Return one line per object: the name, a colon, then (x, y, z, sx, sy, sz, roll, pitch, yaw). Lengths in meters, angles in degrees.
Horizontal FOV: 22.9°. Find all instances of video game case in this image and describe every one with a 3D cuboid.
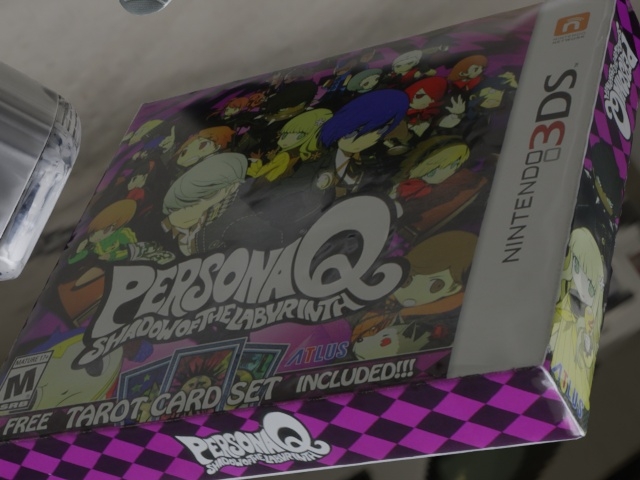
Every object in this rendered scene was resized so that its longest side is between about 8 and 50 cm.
video game case: (0.000, 0.000, 0.602, 0.232, 0.042, 0.210, -11, -143, 28)

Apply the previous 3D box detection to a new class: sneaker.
sneaker: (-0.170, -0.313, 1.799, 0.152, 0.053, 0.061, -40, -165, 29)

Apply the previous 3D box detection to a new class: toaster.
toaster: (-0.235, -0.059, 0.984, 0.129, 0.146, 0.227, -64, -166, 6)
